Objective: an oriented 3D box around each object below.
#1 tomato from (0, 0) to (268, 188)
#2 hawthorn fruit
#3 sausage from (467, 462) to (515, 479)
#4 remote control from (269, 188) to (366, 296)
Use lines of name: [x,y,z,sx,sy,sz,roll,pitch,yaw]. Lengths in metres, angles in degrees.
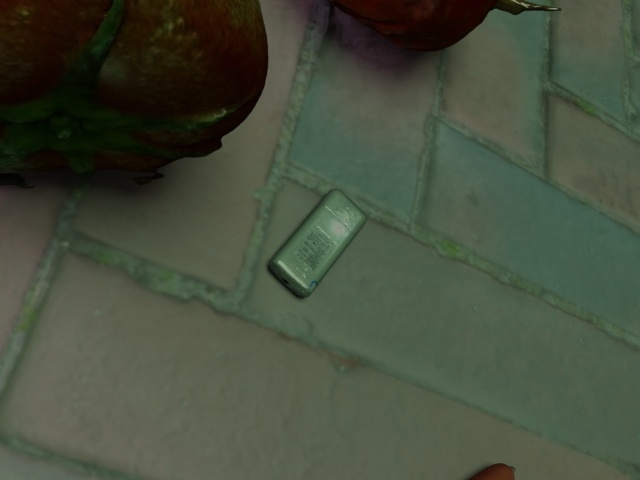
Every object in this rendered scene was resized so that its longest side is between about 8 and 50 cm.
tomato: [-0.182,-0.180,0.471,0.304,0.303,0.238,2,74,-28]
hawthorn fruit: [0.107,-0.340,0.736,0.258,0.258,0.261,-48,124,-34]
sausage: [0.104,0.255,0.606,0.223,0.029,0.029,-16,79,-33]
remote control: [0.000,0.000,0.662,0.053,0.018,0.124,42,56,-6]
